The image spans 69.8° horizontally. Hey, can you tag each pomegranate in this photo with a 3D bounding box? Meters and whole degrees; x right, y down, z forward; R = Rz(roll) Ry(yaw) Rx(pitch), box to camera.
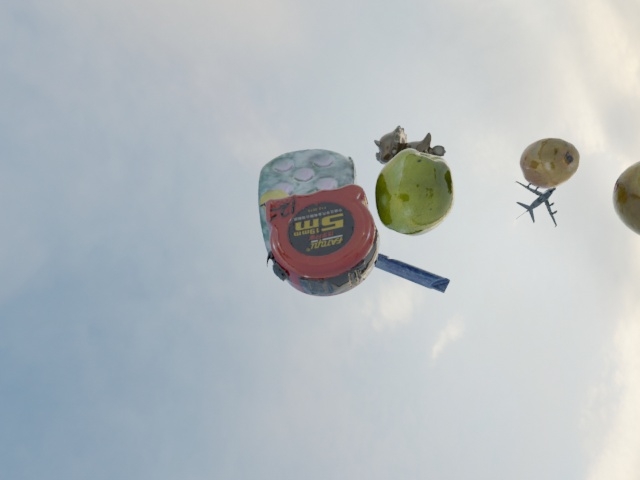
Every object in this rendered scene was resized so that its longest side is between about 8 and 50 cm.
[{"bbox_3d":[0.803,-0.274,1.607,0.191,0.191,0.191,8,-104,-36],"label":"pomegranate"}]

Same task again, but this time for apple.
[{"bbox_3d":[0.734,-0.093,0.990,0.155,0.183,0.182,55,-131,-49],"label":"apple"}]

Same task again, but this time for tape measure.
[{"bbox_3d":[0.001,0.000,1.005,0.114,0.254,0.260,72,-171,-52],"label":"tape measure"}]

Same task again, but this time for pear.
[{"bbox_3d":[0.311,-0.150,1.529,0.295,0.294,0.293,8,-104,-36],"label":"pear"}]

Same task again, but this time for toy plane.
[{"bbox_3d":[0.290,-0.053,0.607,0.084,0.024,0.077,-33,-101,-26],"label":"toy plane"}]

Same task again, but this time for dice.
[{"bbox_3d":[-0.027,-0.108,1.630,0.330,0.349,0.327,-95,-3,-46],"label":"dice"}]

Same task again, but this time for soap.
[{"bbox_3d":[-0.107,-0.093,1.255,0.089,0.168,0.033,-42,-47,1],"label":"soap"}]

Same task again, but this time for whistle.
[{"bbox_3d":[0.310,0.112,1.649,0.062,0.305,0.062,-45,-34,-42],"label":"whistle"}]

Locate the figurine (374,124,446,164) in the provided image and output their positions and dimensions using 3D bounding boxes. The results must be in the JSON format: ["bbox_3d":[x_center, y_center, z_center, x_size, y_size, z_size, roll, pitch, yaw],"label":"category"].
[{"bbox_3d":[0.340,-0.381,1.848,0.177,0.247,0.172,-25,-80,-45],"label":"figurine"}]
